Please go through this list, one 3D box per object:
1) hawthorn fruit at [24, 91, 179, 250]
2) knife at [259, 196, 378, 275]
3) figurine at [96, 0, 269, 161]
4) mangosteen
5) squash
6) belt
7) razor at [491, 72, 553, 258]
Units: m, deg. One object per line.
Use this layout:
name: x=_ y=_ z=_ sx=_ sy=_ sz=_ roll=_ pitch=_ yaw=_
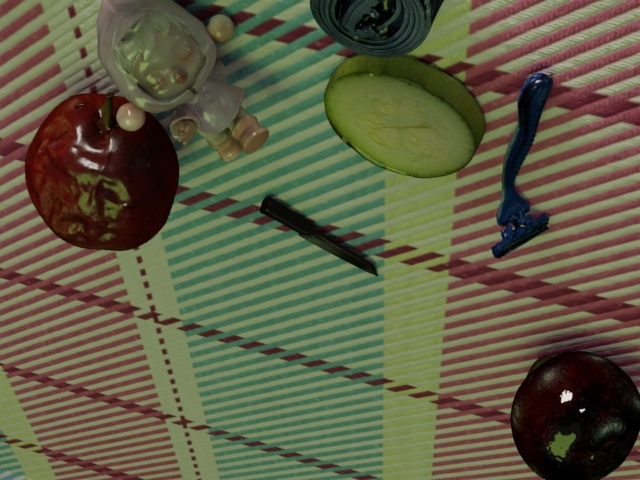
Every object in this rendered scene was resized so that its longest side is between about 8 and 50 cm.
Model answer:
hawthorn fruit: x=-0.313 y=-0.125 z=1.911 sx=0.230 sy=0.210 sz=0.266 roll=29 pitch=137 yaw=14
knife: x=0.000 y=0.000 z=2.067 sx=0.230 sy=0.028 sz=0.060 roll=30 pitch=160 yaw=-18
figurine: x=-0.184 y=-0.213 z=1.738 sx=0.276 sy=0.200 sz=0.133 roll=47 pitch=-179 yaw=-26
mangosteen: x=0.394 y=0.266 z=2.068 sx=0.216 sy=0.216 sz=0.216 roll=16 pitch=148 yaw=10
squash: x=0.107 y=-0.163 z=1.738 sx=0.219 sy=0.041 sz=0.219 roll=20 pitch=152 yaw=11
belt: x=0.070 y=-0.286 z=1.509 sx=0.141 sy=0.082 sz=0.190 roll=28 pitch=159 yaw=-9
razor: x=0.260 y=-0.107 z=1.712 sx=0.056 sy=0.093 sz=0.324 roll=47 pitch=158 yaw=32
